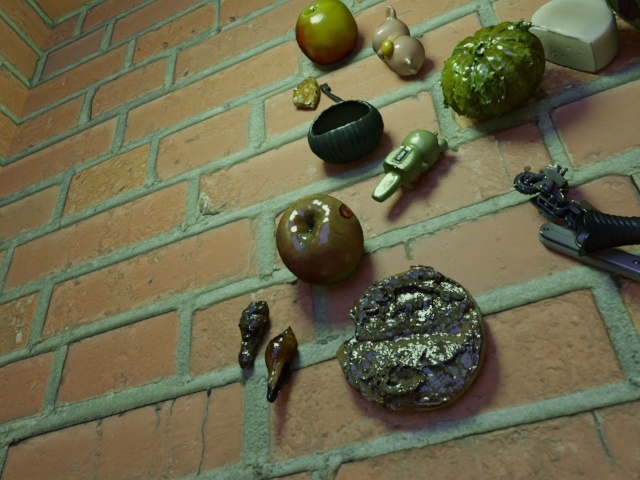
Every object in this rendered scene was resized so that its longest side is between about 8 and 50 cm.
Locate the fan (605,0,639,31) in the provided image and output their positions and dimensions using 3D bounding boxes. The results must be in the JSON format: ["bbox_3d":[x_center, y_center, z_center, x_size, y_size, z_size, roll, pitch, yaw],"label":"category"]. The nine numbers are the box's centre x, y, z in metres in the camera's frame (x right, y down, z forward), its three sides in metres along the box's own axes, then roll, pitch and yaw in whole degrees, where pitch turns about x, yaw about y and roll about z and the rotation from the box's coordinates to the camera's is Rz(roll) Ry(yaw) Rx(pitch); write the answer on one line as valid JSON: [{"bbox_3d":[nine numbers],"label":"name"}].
[{"bbox_3d":[0.840,-0.641,1.714,0.335,0.011,0.229,31,46,3],"label":"fan"}]

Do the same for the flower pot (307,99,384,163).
[{"bbox_3d":[0.080,-0.337,1.953,0.243,0.157,0.189,-20,48,16],"label":"flower pot"}]

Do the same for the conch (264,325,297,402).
[{"bbox_3d":[-0.112,0.316,1.622,0.080,0.086,0.233,-2,55,29],"label":"conch"}]

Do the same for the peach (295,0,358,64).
[{"bbox_3d":[0.022,-0.755,2.258,0.231,0.231,0.231,-15,51,19],"label":"peach"}]

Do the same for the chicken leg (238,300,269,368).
[{"bbox_3d":[-0.193,0.261,1.731,0.085,0.069,0.198,7,65,5],"label":"chicken leg"}]

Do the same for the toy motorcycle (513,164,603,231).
[{"bbox_3d":[0.592,-0.113,1.532,0.129,0.094,0.229,-29,54,-22],"label":"toy motorcycle"}]

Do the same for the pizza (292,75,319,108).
[{"bbox_3d":[-0.049,-0.526,2.247,0.099,0.036,0.160,-16,50,18],"label":"pizza"}]

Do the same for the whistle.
[{"bbox_3d":[0.251,-0.217,1.801,0.131,0.106,0.288,30,74,38],"label":"whistle"}]

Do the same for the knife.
[{"bbox_3d":[0.635,0.020,1.454,0.073,0.041,0.265,-41,46,-21],"label":"knife"}]

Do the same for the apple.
[{"bbox_3d":[0.000,0.000,1.722,0.260,0.194,0.261,-15,53,21],"label":"apple"}]

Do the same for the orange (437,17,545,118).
[{"bbox_3d":[0.493,-0.468,1.776,0.301,0.223,0.300,-53,34,-15],"label":"orange"}]

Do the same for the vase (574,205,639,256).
[{"bbox_3d":[0.698,-0.021,1.382,0.237,0.115,0.115,0,56,11],"label":"vase"}]

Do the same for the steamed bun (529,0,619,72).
[{"bbox_3d":[0.736,-0.603,1.787,0.164,0.146,0.241,-49,48,-5],"label":"steamed bun"}]

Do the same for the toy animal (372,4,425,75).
[{"bbox_3d":[0.259,-0.642,2.082,0.149,0.165,0.248,-22,55,7],"label":"toy animal"}]

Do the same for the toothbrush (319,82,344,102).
[{"bbox_3d":[0.076,-0.474,2.144,0.030,0.030,0.297,-31,46,-8],"label":"toothbrush"}]

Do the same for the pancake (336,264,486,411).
[{"bbox_3d":[0.212,0.231,1.514,0.382,0.071,0.382,-16,51,20],"label":"pancake"}]
